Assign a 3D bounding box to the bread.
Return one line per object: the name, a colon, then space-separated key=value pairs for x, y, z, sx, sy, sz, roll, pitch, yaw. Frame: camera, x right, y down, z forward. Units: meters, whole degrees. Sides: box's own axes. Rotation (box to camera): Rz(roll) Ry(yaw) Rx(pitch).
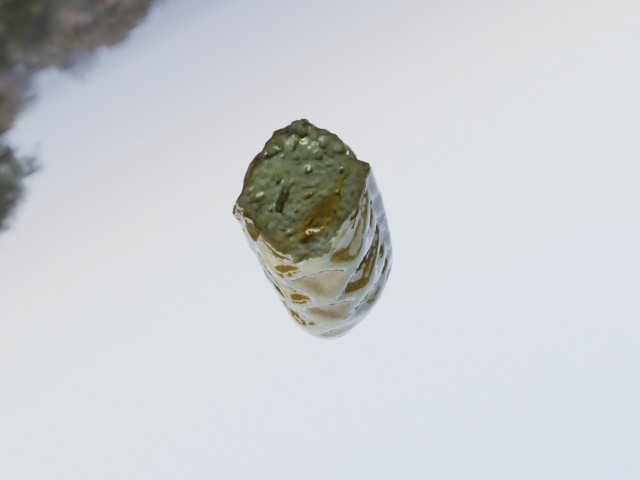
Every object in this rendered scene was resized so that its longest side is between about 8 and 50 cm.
bread: x=0.000 y=0.000 z=1.637 sx=0.130 sy=0.152 sz=0.267 roll=2 pitch=158 yaw=10
